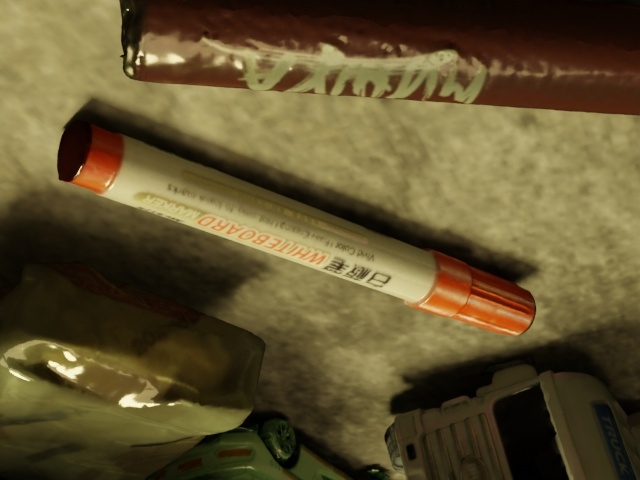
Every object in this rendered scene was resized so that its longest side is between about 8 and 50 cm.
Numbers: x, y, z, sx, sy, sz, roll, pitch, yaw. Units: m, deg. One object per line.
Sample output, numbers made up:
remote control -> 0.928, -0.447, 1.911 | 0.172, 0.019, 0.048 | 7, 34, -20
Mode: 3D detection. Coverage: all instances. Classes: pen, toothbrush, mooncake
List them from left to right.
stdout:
mooncake -> -0.107, 0.058, 0.583 | 0.130, 0.073, 0.125 | 20, 141, -35
pen -> 0.000, 0.000, 0.552 | 0.239, 0.028, 0.028 | 20, 139, -33
toothbrush -> 0.111, -0.064, 0.459 | 0.364, 0.040, 0.041 | 2, 147, -12

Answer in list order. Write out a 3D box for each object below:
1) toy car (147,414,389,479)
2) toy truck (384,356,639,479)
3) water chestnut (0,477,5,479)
toy car -> -0.022, 0.158, 0.766 | 0.093, 0.058, 0.186 | -23, 142, 23
toy truck -> 0.154, 0.165, 0.746 | 0.155, 0.124, 0.268 | -24, 145, 15
water chestnut -> -0.169, 0.275, 0.666 | 0.351, 0.302, 0.350 | 14, 164, 4
